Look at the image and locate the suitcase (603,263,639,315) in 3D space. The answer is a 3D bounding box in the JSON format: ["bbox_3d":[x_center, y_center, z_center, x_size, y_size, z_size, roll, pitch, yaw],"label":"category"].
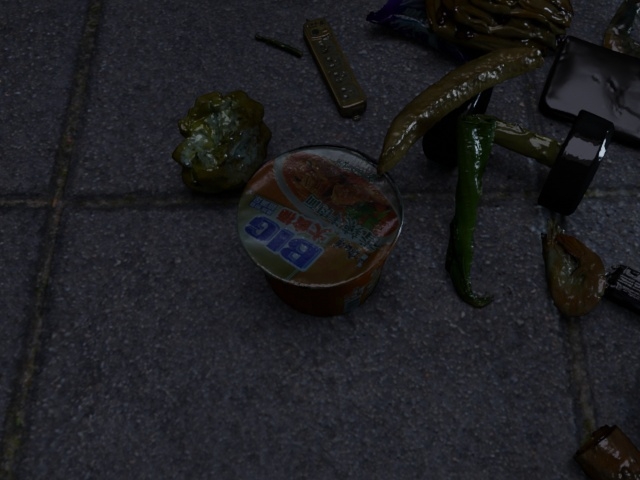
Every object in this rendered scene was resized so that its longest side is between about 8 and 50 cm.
[{"bbox_3d":[0.581,0.098,1.353,0.126,0.086,0.059,29,82,16],"label":"suitcase"}]

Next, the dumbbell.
[{"bbox_3d":[0.383,-0.198,1.445,0.322,0.204,0.204,25,66,15],"label":"dumbbell"}]

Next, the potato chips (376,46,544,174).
[{"bbox_3d":[0.237,-0.256,1.332,0.407,0.057,0.080,-35,59,-17],"label":"potato chips"}]

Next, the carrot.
[{"bbox_3d":[0.535,0.417,1.188,0.102,0.102,0.263,-38,71,-17],"label":"carrot"}]

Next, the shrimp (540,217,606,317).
[{"bbox_3d":[0.471,0.045,1.378,0.115,0.051,0.217,-33,46,31],"label":"shrimp"}]

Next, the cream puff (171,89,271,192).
[{"bbox_3d":[-0.206,-0.199,1.492,0.194,0.195,0.221,25,78,14],"label":"cream puff"}]

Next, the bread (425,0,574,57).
[{"bbox_3d":[0.398,-0.558,1.620,0.324,0.167,0.277,4,61,-15],"label":"bread"}]

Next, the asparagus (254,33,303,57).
[{"bbox_3d":[-0.098,-0.452,1.695,0.127,0.018,0.015,26,41,14],"label":"asparagus"}]

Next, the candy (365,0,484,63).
[{"bbox_3d":[0.252,-0.492,1.678,0.275,0.070,0.145,26,59,11],"label":"candy"}]

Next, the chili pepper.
[{"bbox_3d":[0.278,-0.052,1.357,0.085,0.359,0.076,-10,19,-27],"label":"chili pepper"}]

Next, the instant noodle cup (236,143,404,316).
[{"bbox_3d":[0.000,0.000,1.347,0.296,0.214,0.296,0,62,1],"label":"instant noodle cup"}]

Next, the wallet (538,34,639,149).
[{"bbox_3d":[0.667,-0.295,1.558,0.377,0.051,0.197,21,79,11],"label":"wallet"}]

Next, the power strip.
[{"bbox_3d":[0.027,-0.395,1.647,0.064,0.044,0.305,-19,63,-7],"label":"power strip"}]

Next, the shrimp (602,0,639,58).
[{"bbox_3d":[0.729,-0.472,1.668,0.150,0.051,0.217,24,73,10],"label":"shrimp"}]
